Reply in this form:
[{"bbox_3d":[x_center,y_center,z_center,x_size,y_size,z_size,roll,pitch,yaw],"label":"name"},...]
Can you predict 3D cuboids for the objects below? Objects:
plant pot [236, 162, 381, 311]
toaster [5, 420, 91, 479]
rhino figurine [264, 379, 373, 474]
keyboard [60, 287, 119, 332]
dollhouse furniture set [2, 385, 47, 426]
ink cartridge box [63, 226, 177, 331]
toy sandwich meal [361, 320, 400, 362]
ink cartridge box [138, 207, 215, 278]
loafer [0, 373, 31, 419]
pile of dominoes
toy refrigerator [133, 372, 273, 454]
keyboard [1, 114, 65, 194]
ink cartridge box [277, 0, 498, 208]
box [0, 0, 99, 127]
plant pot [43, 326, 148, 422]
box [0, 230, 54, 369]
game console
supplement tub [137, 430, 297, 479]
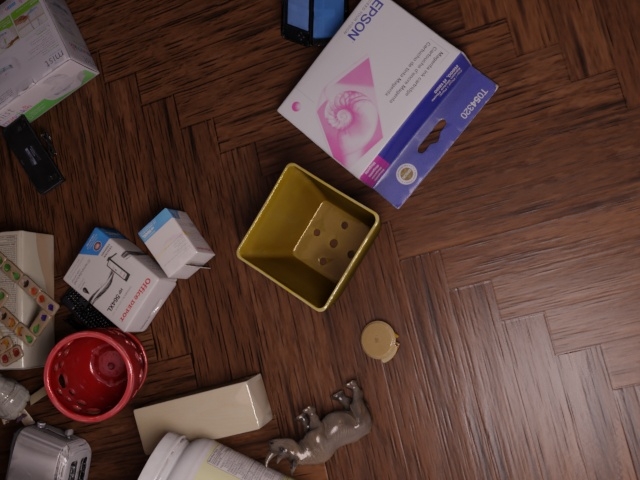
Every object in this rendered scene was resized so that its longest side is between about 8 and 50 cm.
[{"bbox_3d":[0.000,0.000,1.548,0.212,0.187,0.212,33,95,18],"label":"plant pot"},{"bbox_3d":[-0.608,0.524,1.735,0.146,0.129,0.227,10,87,16],"label":"toaster"},{"bbox_3d":[-0.004,0.380,1.537,0.243,0.073,0.106,-28,71,-19],"label":"rhino figurine"},{"bbox_3d":[-0.527,0.185,1.784,0.192,0.038,0.100,41,98,17],"label":"keyboard"},{"bbox_3d":[-0.650,0.394,1.791,0.114,0.091,0.081,-35,91,9],"label":"dollhouse furniture set"},{"bbox_3d":[-0.445,0.087,1.739,0.203,0.086,0.148,36,96,18],"label":"ink cartridge box"},{"bbox_3d":[0.122,0.202,1.577,0.086,0.029,0.085,-3,84,29],"label":"toy sandwich meal"},{"bbox_3d":[-0.307,0.015,1.696,0.090,0.092,0.143,-40,75,12],"label":"ink cartridge box"},{"bbox_3d":[-0.789,0.339,1.780,0.319,0.111,0.112,-6,44,35],"label":"loafer"},{"bbox_3d":[-0.718,0.146,1.718,0.251,0.040,0.196,37,96,17],"label":"pile of dominoes"},{"bbox_3d":[-0.246,0.366,1.651,0.270,0.094,0.102,-17,87,17],"label":"toy refrigerator"},{"bbox_3d":[-0.667,-0.208,1.844,0.108,0.023,0.180,-30,95,20],"label":"keyboard"},{"bbox_3d":[0.131,-0.290,1.590,0.330,0.071,0.324,41,98,17],"label":"ink cartridge box"},{"bbox_3d":[-0.695,-0.431,1.841,0.262,0.127,0.231,-32,77,13],"label":"box"},{"bbox_3d":[-0.467,0.275,1.673,0.191,0.174,0.191,0,93,6],"label":"plant pot"},{"bbox_3d":[-0.707,0.139,1.801,0.148,0.121,0.311,-3,85,17],"label":"box"},{"bbox_3d":[-0.012,-0.490,1.649,0.085,0.124,0.144,-3,84,44],"label":"game console"},{"bbox_3d":[-0.191,0.529,1.514,0.325,0.235,0.235,24,93,5],"label":"supplement tub"}]
